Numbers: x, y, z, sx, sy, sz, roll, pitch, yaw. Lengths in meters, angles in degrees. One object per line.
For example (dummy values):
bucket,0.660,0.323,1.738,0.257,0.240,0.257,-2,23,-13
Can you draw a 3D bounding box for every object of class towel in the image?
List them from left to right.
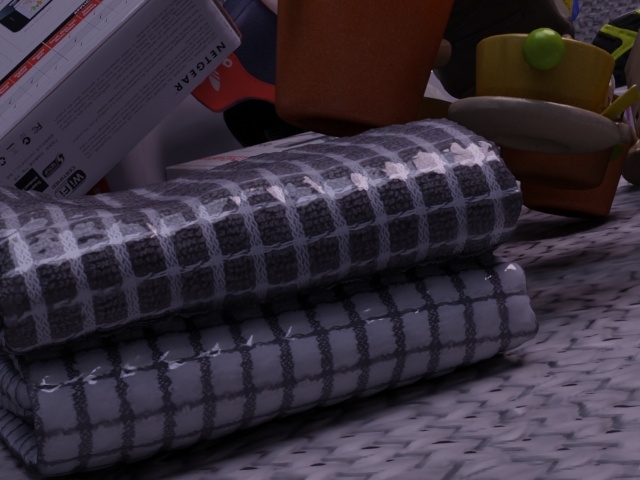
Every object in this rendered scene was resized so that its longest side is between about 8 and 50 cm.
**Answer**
towel,-0.060,0.012,0.669,0.235,0.121,0.284,-14,8,-20

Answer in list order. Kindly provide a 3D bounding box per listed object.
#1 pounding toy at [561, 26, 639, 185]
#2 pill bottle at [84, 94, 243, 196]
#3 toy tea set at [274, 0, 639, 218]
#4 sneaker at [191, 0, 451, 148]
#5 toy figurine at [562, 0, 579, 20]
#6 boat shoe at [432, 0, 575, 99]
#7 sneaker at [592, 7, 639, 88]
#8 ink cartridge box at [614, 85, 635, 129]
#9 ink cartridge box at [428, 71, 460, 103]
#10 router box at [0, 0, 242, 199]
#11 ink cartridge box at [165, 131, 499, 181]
pounding toy,0.254,-0.103,0.921,0.181,0.206,0.094,8,43,-3
pill bottle,-0.261,-0.068,1.216,0.363,0.210,0.210,-9,9,29
toy tea set,0.096,-0.101,0.796,0.200,0.124,0.336,8,-5,16
sneaker,0.006,-0.119,1.182,0.148,0.131,0.350,-49,-36,9
toy figurine,0.240,-0.291,1.721,0.191,0.217,0.363,4,6,38
boat shoe,0.080,-0.204,0.890,0.132,0.130,0.355,-25,-17,6
sneaker,0.528,-0.269,1.645,0.385,0.145,0.147,-7,10,28
ink cartridge box,0.332,-0.128,1.282,0.089,0.052,0.122,-15,7,-16
ink cartridge box,0.055,-0.116,1.418,0.148,0.085,0.203,-14,1,-17
router box,-0.269,-0.111,1.039,0.335,0.082,0.301,-45,42,-8
ink cartridge box,0.009,-0.038,1.018,0.218,0.092,0.158,-17,9,-19
